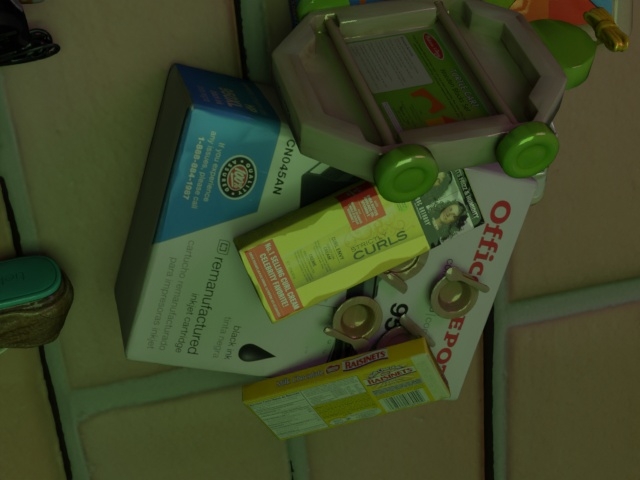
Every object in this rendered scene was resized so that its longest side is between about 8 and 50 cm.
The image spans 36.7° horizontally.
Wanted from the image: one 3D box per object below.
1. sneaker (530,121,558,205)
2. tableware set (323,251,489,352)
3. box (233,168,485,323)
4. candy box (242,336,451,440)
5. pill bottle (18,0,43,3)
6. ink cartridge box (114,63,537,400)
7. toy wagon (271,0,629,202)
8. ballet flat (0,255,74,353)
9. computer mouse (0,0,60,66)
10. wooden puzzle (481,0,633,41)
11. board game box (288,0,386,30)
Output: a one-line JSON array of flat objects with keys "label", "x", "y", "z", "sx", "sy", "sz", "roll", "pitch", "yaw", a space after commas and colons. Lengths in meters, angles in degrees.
[{"label": "sneaker", "x": 0.249, "y": -0.108, "z": 1.149, "sx": 0.057, "sy": 0.075, "sz": 0.161, "roll": -13, "pitch": 115, "yaw": -10}, {"label": "tableware set", "x": 0.088, "y": 0.069, "z": 1.023, "sx": 0.141, "sy": 0.020, "sz": 0.169, "roll": 30, "pitch": 101, "yaw": -26}, {"label": "box", "x": 0.037, "y": -0.009, "z": 0.945, "sx": 0.232, "sy": 0.058, "sz": 0.087, "roll": -24, "pitch": 103, "yaw": -5}, {"label": "candy box", "x": 0.029, "y": 0.163, "z": 1.043, "sx": 0.205, "sy": 0.027, "sz": 0.105, "roll": -16, "pitch": 139, "yaw": 12}, {"label": "pill bottle", "x": -0.364, "y": -0.274, "z": 0.880, "sx": 0.216, "sy": 0.121, "sz": 0.121, "roll": -6, "pitch": 114, "yaw": -13}, {"label": "ink cartridge box", "x": 0.000, "y": 0.000, "z": 1.073, "sx": 0.394, "sy": 0.166, "sz": 0.286, "roll": 10, "pitch": 110, "yaw": -20}, {"label": "toy wagon", "x": 0.132, "y": -0.160, "z": 0.940, "sx": 0.344, "sy": 0.267, "sz": 0.068, "roll": -11, "pitch": 140, "yaw": -13}, {"label": "ballet flat", "x": -0.438, "y": 0.093, "z": 1.035, "sx": 0.342, "sy": 0.116, "sz": 0.124, "roll": -7, "pitch": 133, "yaw": -17}, {"label": "computer mouse", "x": -0.349, "y": -0.185, "z": 0.864, "sx": 0.184, "sy": 0.262, "sz": 0.060, "roll": -16, "pitch": 96, "yaw": -3}, {"label": "wooden puzzle", "x": 0.252, "y": -0.318, "z": 1.079, "sx": 0.238, "sy": 0.044, "sz": 0.221, "roll": -11, "pitch": 114, "yaw": -11}, {"label": "board game box", "x": 0.043, "y": -0.278, "z": 1.035, "sx": 0.160, "sy": 0.047, "sz": 0.210, "roll": -14, "pitch": 115, "yaw": -10}]
